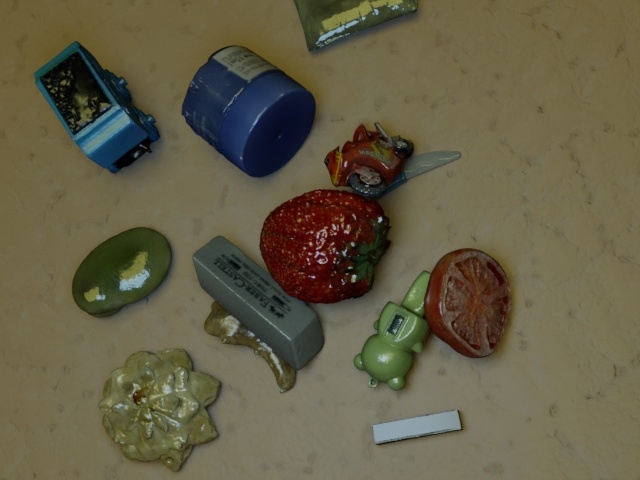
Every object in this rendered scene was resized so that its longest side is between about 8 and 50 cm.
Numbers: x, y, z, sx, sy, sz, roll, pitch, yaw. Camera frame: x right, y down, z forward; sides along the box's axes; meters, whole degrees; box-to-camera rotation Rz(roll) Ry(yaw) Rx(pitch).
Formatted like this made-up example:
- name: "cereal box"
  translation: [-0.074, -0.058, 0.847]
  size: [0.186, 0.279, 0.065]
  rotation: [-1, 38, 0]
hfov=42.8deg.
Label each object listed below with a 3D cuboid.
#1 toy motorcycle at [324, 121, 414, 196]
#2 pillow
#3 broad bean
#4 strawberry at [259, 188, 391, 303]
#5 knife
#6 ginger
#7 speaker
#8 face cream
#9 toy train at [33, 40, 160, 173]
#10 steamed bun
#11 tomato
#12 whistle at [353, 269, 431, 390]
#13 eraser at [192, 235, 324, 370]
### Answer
- name: "toy motorcycle"
  translation: [0.109, -0.185, 1.855]
  size: [0.171, 0.298, 0.089]
  rotation: [13, 122, 16]
- name: "pillow"
  translation: [0.087, -0.605, 2.056]
  size: [0.303, 0.075, 0.184]
  rotation: [-18, 72, 10]
- name: "broad bean"
  translation: [-0.486, 0.076, 1.999]
  size: [0.263, 0.121, 0.189]
  rotation: [-36, 65, -14]
- name: "strawberry"
  translation: [0.000, 0.000, 1.829]
  size: [0.289, 0.238, 0.250]
  rotation: [18, 40, 23]
- name: "knife"
  translation: [0.215, -0.169, 1.942]
  size: [0.244, 0.032, 0.058]
  rotation: [-26, 63, 0]
- name: "ginger"
  translation: [-0.169, 0.208, 1.901]
  size: [0.334, 0.081, 0.148]
  rotation: [44, 51, 13]
- name: "speaker"
  translation: [0.211, 0.408, 1.784]
  size: [0.191, 0.040, 0.046]
  rotation: [-12, 71, 10]
- name: "face cream"
  translation: [-0.172, -0.310, 1.949]
  size: [0.225, 0.249, 0.249]
  rotation: [39, 87, 24]
- name: "toy train"
  translation: [-0.549, -0.319, 2.024]
  size: [0.188, 0.265, 0.300]
  rotation: [-37, 73, 1]
- name: "steamed bun"
  translation: [-0.372, 0.382, 1.874]
  size: [0.292, 0.137, 0.295]
  rotation: [-14, 71, 6]
- name: "tomato"
  translation: [0.309, 0.137, 1.764]
  size: [0.095, 0.237, 0.236]
  rotation: [-16, 67, 53]
- name: "whistle"
  translation: [0.179, 0.200, 1.808]
  size: [0.131, 0.106, 0.288]
  rotation: [27, 85, 29]
- name: "eraser"
  translation: [-0.140, 0.137, 1.864]
  size: [0.352, 0.077, 0.111]
  rotation: [39, 45, 10]
